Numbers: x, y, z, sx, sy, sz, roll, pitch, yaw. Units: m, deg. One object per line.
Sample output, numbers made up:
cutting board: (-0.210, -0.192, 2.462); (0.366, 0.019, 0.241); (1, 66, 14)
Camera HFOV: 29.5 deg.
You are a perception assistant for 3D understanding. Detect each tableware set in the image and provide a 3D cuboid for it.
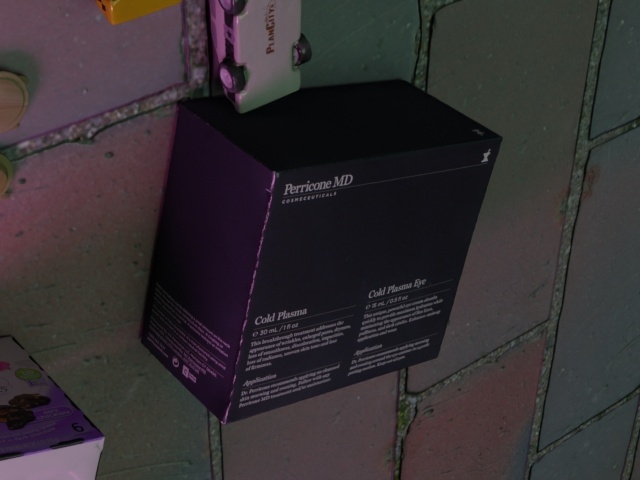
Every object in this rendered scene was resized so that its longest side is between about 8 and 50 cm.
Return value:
tableware set: (-0.341, -0.085, 1.127); (0.141, 0.020, 0.169); (-13, 126, -40)

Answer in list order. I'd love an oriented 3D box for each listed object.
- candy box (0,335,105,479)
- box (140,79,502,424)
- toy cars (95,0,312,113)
candy box: (-0.335, 0.179, 1.187); (0.165, 0.196, 0.070); (-6, 122, -42)
box: (0.000, 0.000, 1.399); (0.343, 0.179, 0.313); (-11, 126, -40)
toy cars: (-0.124, -0.264, 1.160); (0.176, 0.087, 0.393); (-51, 144, 6)
